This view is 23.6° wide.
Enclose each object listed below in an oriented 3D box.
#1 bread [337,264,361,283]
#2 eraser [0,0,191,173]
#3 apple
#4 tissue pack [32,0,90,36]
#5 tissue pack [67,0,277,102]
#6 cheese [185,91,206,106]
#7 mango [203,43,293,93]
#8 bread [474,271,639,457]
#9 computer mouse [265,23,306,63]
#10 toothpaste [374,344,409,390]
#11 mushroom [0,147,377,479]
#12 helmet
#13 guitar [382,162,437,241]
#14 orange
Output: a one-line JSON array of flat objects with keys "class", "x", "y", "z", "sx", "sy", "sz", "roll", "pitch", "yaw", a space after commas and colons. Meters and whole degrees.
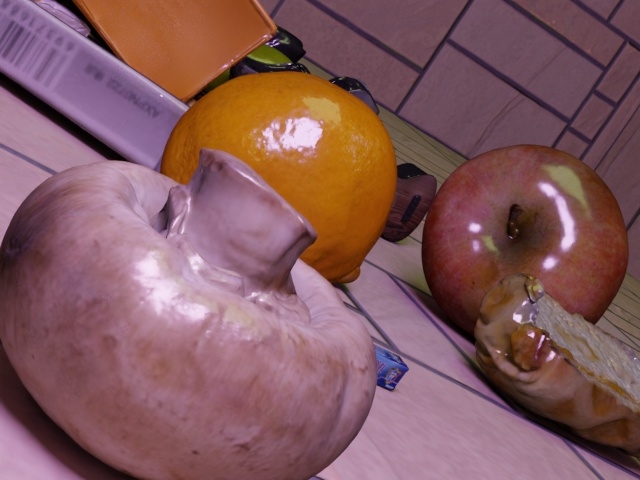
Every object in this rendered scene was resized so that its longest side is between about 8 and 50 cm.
[{"class": "bread", "x": 0.000, "y": 0.000, "z": 1.224, "sx": 0.083, "sy": 0.046, "sz": 0.081, "roll": 36, "pitch": 3, "yaw": 24}, {"class": "eraser", "x": -0.201, "y": -0.135, "z": 1.155, "sx": 0.352, "sy": 0.061, "sz": 0.089, "roll": 34, "pitch": 2, "yaw": 3}, {"class": "apple", "x": 0.187, "y": 0.009, "z": 1.389, "sx": 0.188, "sy": 0.188, "sz": 0.174, "roll": 38, "pitch": 4, "yaw": 23}, {"class": "tissue pack", "x": -0.258, "y": -0.210, "z": 1.428, "sx": 0.062, "sy": 0.042, "sz": 0.083, "roll": 30, "pitch": 9, "yaw": -37}, {"class": "tissue pack", "x": -0.186, "y": -0.267, "z": 1.524, "sx": 0.194, "sy": 0.145, "sz": 0.274, "roll": 50, "pitch": -2, "yaw": -30}, {"class": "cheese", "x": -0.072, "y": -0.098, "z": 1.517, "sx": 0.162, "sy": 0.036, "sz": 0.086, "roll": 30, "pitch": 7, "yaw": -22}, {"class": "mango", "x": -0.100, "y": -0.199, "z": 1.835, "sx": 0.163, "sy": 0.089, "sz": 0.117, "roll": 20, "pitch": 19, "yaw": -11}, {"class": "bread", "x": 0.212, "y": 0.112, "z": 1.262, "sx": 0.232, "sy": 0.088, "sz": 0.128, "roll": 31, "pitch": 28, "yaw": -38}, {"class": "computer mouse", "x": -0.155, "y": -0.275, "z": 1.965, "sx": 0.269, "sy": 0.100, "sz": 0.170, "roll": 25, "pitch": 7, "yaw": -19}, {"class": "toothpaste", "x": 0.021, "y": 0.073, "z": 0.984, "sx": 0.083, "sy": 0.020, "sz": 0.017, "roll": 27, "pitch": 15, "yaw": -37}, {"class": "mushroom", "x": -0.051, "y": 0.030, "z": 0.621, "sx": 0.166, "sy": 0.127, "sz": 0.166, "roll": 40, "pitch": 9, "yaw": -7}, {"class": "helmet", "x": -0.026, "y": -0.141, "z": 1.714, "sx": 0.176, "sy": 0.107, "sz": 0.153, "roll": 14, "pitch": 13, "yaw": -3}, {"class": "guitar", "x": 0.027, "y": -0.050, "z": 1.540, "sx": 0.038, "sy": 0.084, "sz": 0.271, "roll": 35, "pitch": 15, "yaw": 32}, {"class": "orange", "x": -0.027, "y": -0.033, "z": 0.995, "sx": 0.159, "sy": 0.159, "sz": 0.136, "roll": 23, "pitch": 52, "yaw": -51}]
